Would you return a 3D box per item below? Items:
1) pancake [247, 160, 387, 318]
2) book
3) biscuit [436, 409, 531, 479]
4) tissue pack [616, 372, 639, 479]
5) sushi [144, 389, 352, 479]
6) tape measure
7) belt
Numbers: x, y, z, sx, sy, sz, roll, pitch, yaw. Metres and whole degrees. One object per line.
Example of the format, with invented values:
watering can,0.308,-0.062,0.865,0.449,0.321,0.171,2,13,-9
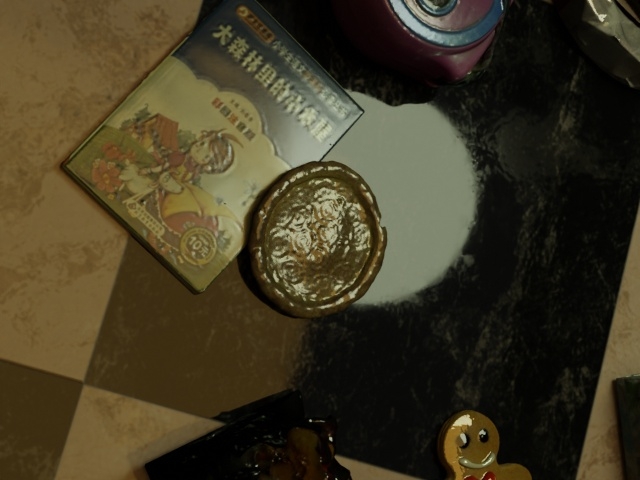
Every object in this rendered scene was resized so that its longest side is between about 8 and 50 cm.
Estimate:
pancake,-0.001,0.000,1.484,0.199,0.021,0.199,-1,93,-26
book,-0.123,-0.125,1.460,0.228,0.018,0.322,44,73,-12
biscuit,0.207,0.336,1.537,0.158,0.035,0.240,-13,91,-23
tissue pack,0.502,0.286,1.591,0.159,0.145,0.229,-4,87,-21
sushi,-0.038,0.317,1.352,0.215,0.212,0.227,-24,95,-21
tape measure,0.135,-0.317,1.510,0.245,0.149,0.231,41,70,-20
belt,0.429,-0.318,1.636,0.184,0.105,0.261,-44,101,-16
